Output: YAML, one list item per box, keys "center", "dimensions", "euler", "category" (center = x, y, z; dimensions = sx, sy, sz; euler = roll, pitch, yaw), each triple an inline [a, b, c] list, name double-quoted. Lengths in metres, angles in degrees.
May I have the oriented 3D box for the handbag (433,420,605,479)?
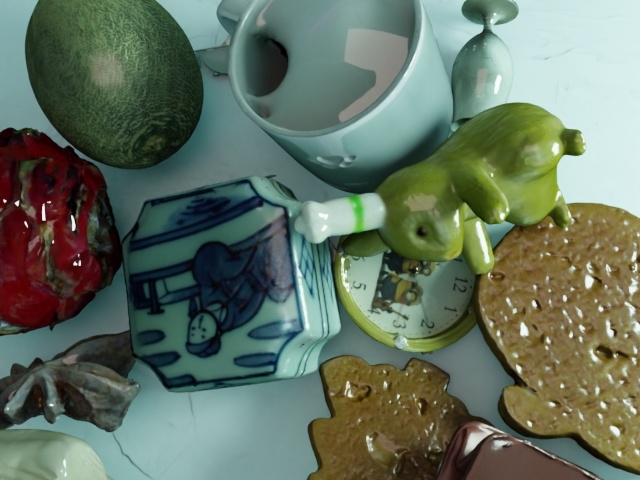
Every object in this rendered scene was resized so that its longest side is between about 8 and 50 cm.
- center: [0.240, 0.394, 0.923]
  dimensions: [0.260, 0.084, 0.275]
  euler: [28, 82, -14]
  category: "handbag"

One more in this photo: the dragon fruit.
- center: [-0.451, -0.012, 1.062]
  dimensions: [0.329, 0.329, 0.329]
  euler: [-2, 77, 9]
  category: "dragon fruit"

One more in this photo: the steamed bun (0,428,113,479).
- center: [-0.375, 0.447, 0.983]
  dimensions: [0.247, 0.236, 0.383]
  euler: [-5, 76, 16]
  category: "steamed bun"

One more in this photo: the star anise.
- center: [-0.364, 0.212, 1.059]
  dimensions: [0.258, 0.198, 0.110]
  euler: [-14, 107, 8]
  category: "star anise"

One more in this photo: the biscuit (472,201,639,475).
- center: [0.384, 0.139, 0.999]
  dimensions: [0.350, 0.070, 0.394]
  euler: [-35, 75, -6]
  category: "biscuit"

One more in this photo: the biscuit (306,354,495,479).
- center: [0.083, 0.292, 0.995]
  dimensions: [0.278, 0.043, 0.301]
  euler: [29, 63, 13]
  category: "biscuit"

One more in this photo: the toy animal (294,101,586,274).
- center: [0.162, -0.039, 0.949]
  dimensions: [0.363, 0.181, 0.180]
  euler: [-33, 61, -9]
  category: "toy animal"

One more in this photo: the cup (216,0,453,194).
- center: [0.009, -0.231, 1.046]
  dimensions: [0.357, 0.274, 0.259]
  euler: [32, 87, 28]
  category: "cup"

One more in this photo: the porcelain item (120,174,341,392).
- center: [-0.128, 0.062, 1.032]
  dimensions: [0.282, 0.157, 0.285]
  euler: [-10, 82, 22]
  category: "porcelain item"

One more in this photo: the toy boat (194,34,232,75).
- center: [-0.139, -0.302, 1.214]
  dimensions: [0.149, 0.034, 0.105]
  euler: [-26, 72, 2]
  category: "toy boat"

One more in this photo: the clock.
- center: [0.131, 0.045, 1.065]
  dimensions: [0.237, 0.057, 0.237]
  euler: [2, 78, -8]
  category: "clock"

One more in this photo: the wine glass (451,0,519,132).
- center: [0.245, -0.259, 1.112]
  dimensions: [0.093, 0.093, 0.202]
  euler: [8, 79, 11]
  category: "wine glass"

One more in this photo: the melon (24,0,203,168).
- center: [-0.318, -0.261, 1.129]
  dimensions: [0.249, 0.248, 0.329]
  euler: [-36, 71, 0]
  category: "melon"

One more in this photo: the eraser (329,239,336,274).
- center: [0.000, 0.000, 1.106]
  dimensions: [0.026, 0.065, 0.105]
  euler: [-34, 75, 0]
  category: "eraser"
